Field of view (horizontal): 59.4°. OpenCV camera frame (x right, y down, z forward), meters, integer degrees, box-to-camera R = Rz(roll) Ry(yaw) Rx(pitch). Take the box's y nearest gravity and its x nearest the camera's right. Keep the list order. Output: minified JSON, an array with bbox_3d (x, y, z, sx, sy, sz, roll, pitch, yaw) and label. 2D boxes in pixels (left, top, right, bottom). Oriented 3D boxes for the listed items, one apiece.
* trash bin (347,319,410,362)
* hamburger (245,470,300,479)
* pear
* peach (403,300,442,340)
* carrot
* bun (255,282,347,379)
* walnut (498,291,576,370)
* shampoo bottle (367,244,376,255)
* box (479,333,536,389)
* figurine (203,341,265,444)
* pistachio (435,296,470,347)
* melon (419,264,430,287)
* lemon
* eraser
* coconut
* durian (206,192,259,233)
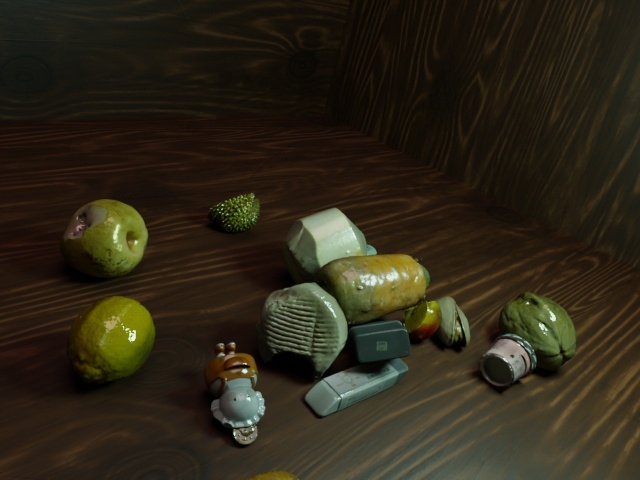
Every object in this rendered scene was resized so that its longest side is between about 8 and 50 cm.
[{"bbox_3d":[0.176,0.304,1.699,0.176,0.101,0.236,-7,-4,-1],"label":"trash bin"},{"bbox_3d":[-0.128,0.542,1.207,0.102,0.087,0.176,32,33,27],"label":"hamburger"},{"bbox_3d":[-0.701,-0.004,1.812,0.271,0.271,0.271,12,26,-6],"label":"pear"},{"bbox_3d":[0.351,0.272,1.908,0.151,0.151,0.118,-27,86,-53],"label":"peach"},{"bbox_3d":[0.153,0.152,1.839,0.340,0.224,0.224,-10,35,-29],"label":"carrot"},{"bbox_3d":[-0.053,0.252,1.671,0.281,0.281,0.205,15,1,1],"label":"bun"},{"bbox_3d":[0.762,0.310,1.961,0.227,0.283,0.283,-21,34,-6],"label":"walnut"},{"bbox_3d":[0.159,0.062,2.351,0.069,0.041,0.190,35,33,25],"label":"shampoo bottle"},{"bbox_3d":[0.596,0.396,1.810,0.151,0.151,0.135,33,39,32],"label":"box"},{"bbox_3d":[-0.220,0.389,1.438,0.143,0.143,0.271,-1,63,-28],"label":"figurine"},{"bbox_3d":[0.456,0.287,1.966,0.129,0.131,0.206,1,33,-10],"label":"pistachio"},{"bbox_3d":[0.330,0.142,2.175,0.192,0.139,0.139,11,26,-9],"label":"melon"},{"bbox_3d":[-0.534,0.253,1.439,0.204,0.204,0.260,18,39,6],"label":"lemon"},{"bbox_3d":[0.112,0.410,1.621,0.352,0.061,0.089,-9,34,-40],"label":"eraser"},{"bbox_3d":[0.026,0.035,2.022,0.323,0.323,0.323,12,26,-6],"label":"coconut"},{"bbox_3d":[-0.358,-0.094,2.305,0.237,0.138,0.193,-19,0,40],"label":"durian"}]
